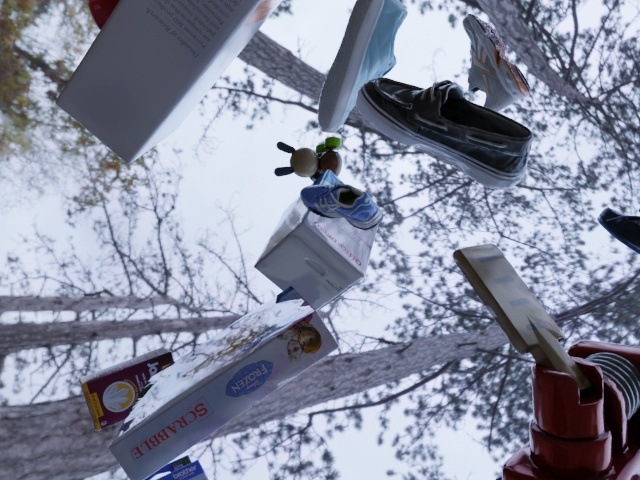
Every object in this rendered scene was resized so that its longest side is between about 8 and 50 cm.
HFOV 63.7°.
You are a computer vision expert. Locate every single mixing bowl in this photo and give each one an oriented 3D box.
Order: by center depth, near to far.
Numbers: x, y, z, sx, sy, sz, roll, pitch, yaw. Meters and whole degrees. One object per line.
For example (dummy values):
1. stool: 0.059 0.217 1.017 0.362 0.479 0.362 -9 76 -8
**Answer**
1. mixing bowl: -0.421 -0.524 1.171 0.182 0.181 0.098 -3 -134 37

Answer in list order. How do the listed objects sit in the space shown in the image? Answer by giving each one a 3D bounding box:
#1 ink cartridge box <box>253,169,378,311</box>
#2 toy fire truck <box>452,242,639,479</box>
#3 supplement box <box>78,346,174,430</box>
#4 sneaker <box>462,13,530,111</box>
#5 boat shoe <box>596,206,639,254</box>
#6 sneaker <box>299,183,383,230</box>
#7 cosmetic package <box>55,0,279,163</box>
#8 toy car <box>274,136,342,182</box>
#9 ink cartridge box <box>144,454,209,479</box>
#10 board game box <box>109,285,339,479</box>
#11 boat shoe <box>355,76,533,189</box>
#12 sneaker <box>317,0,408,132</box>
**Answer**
1. ink cartridge box: 0.000 0.000 1.296 0.198 0.270 0.197 42 -56 -13
2. toy fire truck: 0.219 0.123 0.446 0.159 0.217 0.246 1 -82 47
3. supplement box: -0.407 0.315 1.113 0.081 0.188 0.104 -6 -79 61
4. sneaker: 0.394 -0.431 1.261 0.121 0.099 0.262 -36 -112 39
5. boat shoe: 0.652 -0.005 0.977 0.258 0.109 0.088 52 -54 49
6. sneaker: 0.037 -0.091 1.089 0.211 0.081 0.080 18 -119 38
7. cosmetic package: -0.216 -0.362 0.861 0.161 0.230 0.453 42 -63 -14
8. toy car: -0.043 -0.222 1.499 0.149 0.189 0.154 163 -69 -69
9. ink cartridge box: -0.329 0.651 1.207 0.311 0.186 0.065 44 -46 39
10. board game box: -0.145 0.199 0.822 0.319 0.318 0.065 -33 -84 -8
11. boat shoe: 0.211 -0.218 0.881 0.335 0.121 0.119 33 -38 21
12. sneaker: 0.115 -0.427 1.281 0.365 0.150 0.135 -67 -155 16
